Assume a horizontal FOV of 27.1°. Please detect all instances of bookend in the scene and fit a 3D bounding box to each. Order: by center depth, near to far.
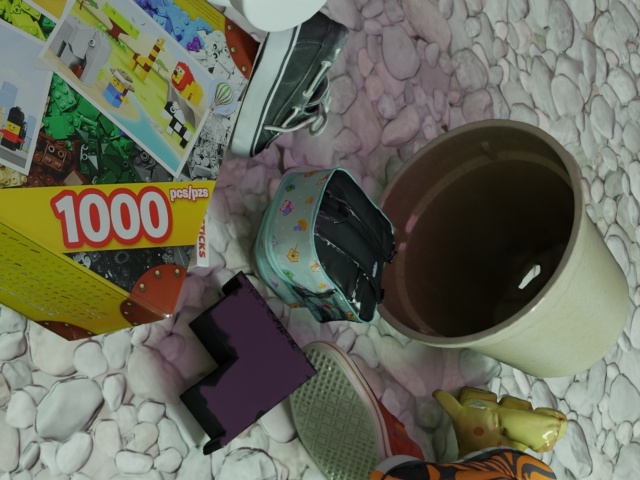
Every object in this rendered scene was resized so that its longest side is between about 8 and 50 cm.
[{"bbox_3d":[-0.116,0.148,1.600,0.157,0.072,0.156,-37,90,-27],"label":"bookend"}]

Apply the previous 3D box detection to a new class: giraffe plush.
[{"bbox_3d":[0.235,0.309,1.866,0.210,0.181,0.170,9,95,-54],"label":"giraffe plush"}]

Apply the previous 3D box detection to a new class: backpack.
[{"bbox_3d":[0.000,0.000,1.699,0.188,0.144,0.165,58,44,-49],"label":"backpack"}]

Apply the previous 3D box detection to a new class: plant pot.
[{"bbox_3d":[0.281,0.045,1.880,0.305,0.334,0.333,36,56,-46],"label":"plant pot"}]

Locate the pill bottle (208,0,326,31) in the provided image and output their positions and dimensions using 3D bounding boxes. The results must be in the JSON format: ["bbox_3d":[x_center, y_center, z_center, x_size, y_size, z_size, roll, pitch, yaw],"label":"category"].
[{"bbox_3d":[-0.110,-0.364,1.459,0.169,0.169,0.301,-1,41,-45],"label":"pill bottle"}]

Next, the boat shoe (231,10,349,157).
[{"bbox_3d":[-0.035,-0.182,1.608,0.105,0.306,0.113,18,58,-6],"label":"boat shoe"}]

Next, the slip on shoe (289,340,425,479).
[{"bbox_3d":[0.061,0.261,1.728,0.331,0.123,0.101,59,33,-21],"label":"slip on shoe"}]

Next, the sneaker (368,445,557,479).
[{"bbox_3d":[0.226,0.336,1.667,0.321,0.180,0.124,2,92,-40],"label":"sneaker"}]

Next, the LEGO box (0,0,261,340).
[{"bbox_3d":[-0.342,-0.174,1.377,0.500,0.193,0.372,34,58,-34],"label":"LEGO box"}]

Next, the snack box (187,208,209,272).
[{"bbox_3d":[-0.163,-0.050,1.614,0.022,0.064,0.178,10,73,-41],"label":"snack box"}]
